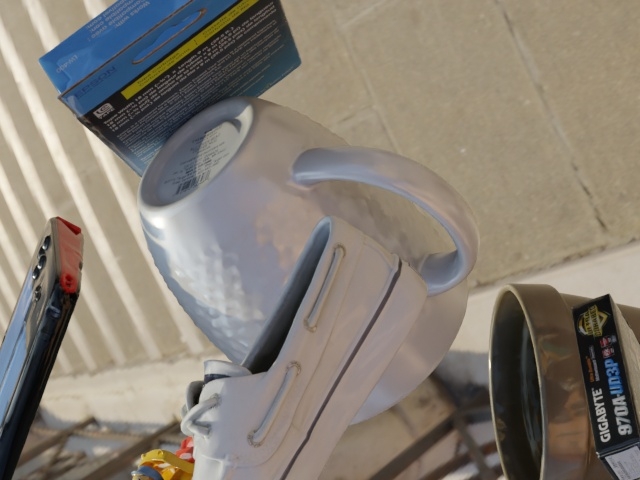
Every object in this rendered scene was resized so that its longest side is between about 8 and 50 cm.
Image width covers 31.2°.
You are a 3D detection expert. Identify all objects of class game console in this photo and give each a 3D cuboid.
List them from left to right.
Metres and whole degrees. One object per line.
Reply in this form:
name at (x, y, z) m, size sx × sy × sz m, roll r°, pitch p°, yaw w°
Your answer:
game console at (-0.381, 0.177, 1.425) m, size 0.060 × 0.342 × 0.387 m, roll 19°, pitch 100°, yaw -14°

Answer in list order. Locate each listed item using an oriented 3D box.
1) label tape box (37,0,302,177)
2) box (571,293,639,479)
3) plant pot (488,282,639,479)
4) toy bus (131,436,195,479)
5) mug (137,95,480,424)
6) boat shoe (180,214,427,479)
label tape box at (-0.160, -0.208, 1.213) m, size 0.106 × 0.240 × 0.334 m, roll 53°, pitch 178°, yaw 11°
box at (0.341, 0.191, 1.240) m, size 0.051 × 0.220 × 0.175 m, roll -24°, pitch 124°, yaw 21°
plant pot at (0.410, 0.215, 1.643) m, size 0.280 × 0.323 × 0.323 m, roll -3°, pitch 115°, yaw -5°
toy bus at (-0.215, 0.377, 1.709) m, size 0.149 × 0.220 × 0.211 m, roll -22°, pitch 55°, yaw 52°
mug at (0.000, 0.000, 1.256) m, size 0.374 × 0.276 × 0.328 m, roll -13°, pitch 132°, yaw 41°
boat shoe at (-0.038, 0.101, 0.656) m, size 0.084 × 0.258 × 0.095 m, roll 39°, pitch 156°, yaw -13°
